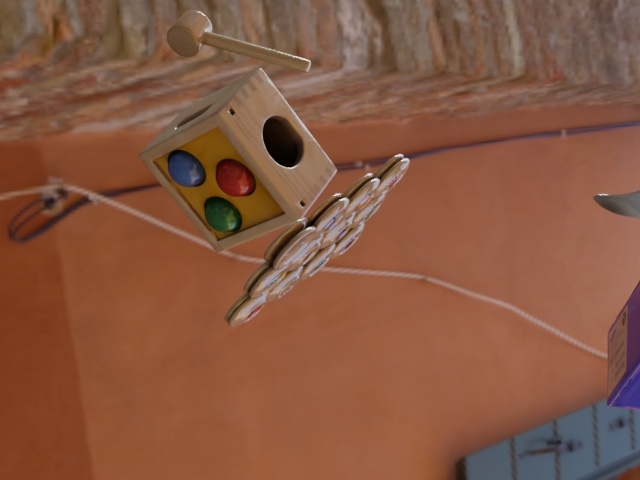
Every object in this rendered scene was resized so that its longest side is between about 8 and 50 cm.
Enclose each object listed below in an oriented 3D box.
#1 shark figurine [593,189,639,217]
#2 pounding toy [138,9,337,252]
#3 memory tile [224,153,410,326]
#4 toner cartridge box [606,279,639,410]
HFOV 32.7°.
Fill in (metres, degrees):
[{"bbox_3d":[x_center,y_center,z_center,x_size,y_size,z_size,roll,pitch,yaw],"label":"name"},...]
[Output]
[{"bbox_3d":[0.320,-0.107,0.896,0.166,0.116,0.278,8,-37,14],"label":"shark figurine"},{"bbox_3d":[-0.086,-0.107,1.013,0.181,0.094,0.206,-20,-65,43],"label":"pounding toy"},{"bbox_3d":[0.000,0.000,0.735,0.012,0.148,0.113,45,-44,11],"label":"memory tile"},{"bbox_3d":[0.416,0.092,0.850,0.165,0.348,0.075,93,5,-63],"label":"toner cartridge box"}]
